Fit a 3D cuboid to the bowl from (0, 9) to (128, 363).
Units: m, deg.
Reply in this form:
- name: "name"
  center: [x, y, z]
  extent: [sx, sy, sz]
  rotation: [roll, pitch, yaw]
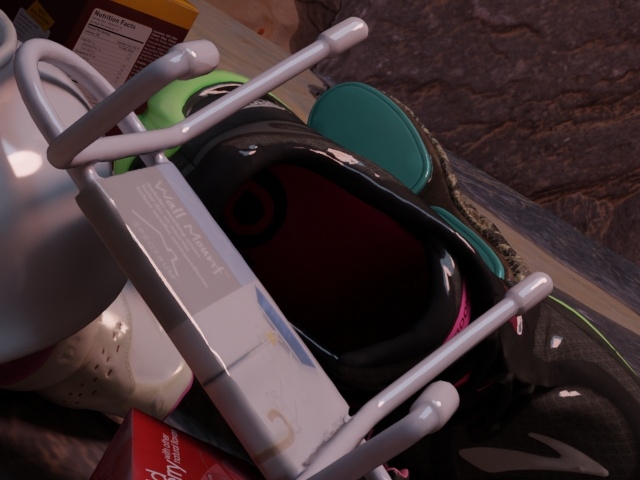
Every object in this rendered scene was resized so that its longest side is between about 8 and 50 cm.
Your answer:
- name: "bowl"
  center: [-0.244, -0.061, 0.781]
  extent: [0.298, 0.134, 0.298]
  rotation: [9, 28, -5]

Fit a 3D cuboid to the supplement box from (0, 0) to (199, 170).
- name: "supplement box"
  center: [-0.253, -0.187, 1.313]
  extent: [0.191, 0.194, 0.129]
  rotation: [40, 15, 33]

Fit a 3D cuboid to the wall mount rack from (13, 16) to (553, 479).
- name: "wall mount rack"
  center: [0.000, 0.000, 0.783]
  extent: [0.350, 0.130, 0.304]
  rotation: [55, 18, 1]

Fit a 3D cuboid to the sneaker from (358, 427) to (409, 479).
- name: "sneaker"
  center: [0.017, 0.146, 0.981]
  extent: [0.119, 0.057, 0.047]
  rotation: [39, 18, 35]

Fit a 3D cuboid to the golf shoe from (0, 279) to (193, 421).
- name: "golf shoe"
  center: [-0.169, 0.021, 0.959]
  extent: [0.140, 0.115, 0.306]
  rotation: [33, 18, -30]

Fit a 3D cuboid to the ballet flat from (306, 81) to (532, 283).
- name: "ballet flat"
  center: [0.120, 0.000, 1.613]
  extent: [0.182, 0.164, 0.483]
  rotation: [48, 5, -40]

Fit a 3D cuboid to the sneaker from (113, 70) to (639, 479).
- name: "sneaker"
  center: [0.061, 0.074, 0.990]
  extent: [0.483, 0.185, 0.202]
  rotation: [33, 7, -21]

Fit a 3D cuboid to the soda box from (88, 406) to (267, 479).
- name: "soda box"
  center: [-0.066, 0.177, 0.601]
  extent: [0.083, 0.092, 0.263]
  rotation: [28, 14, -16]
